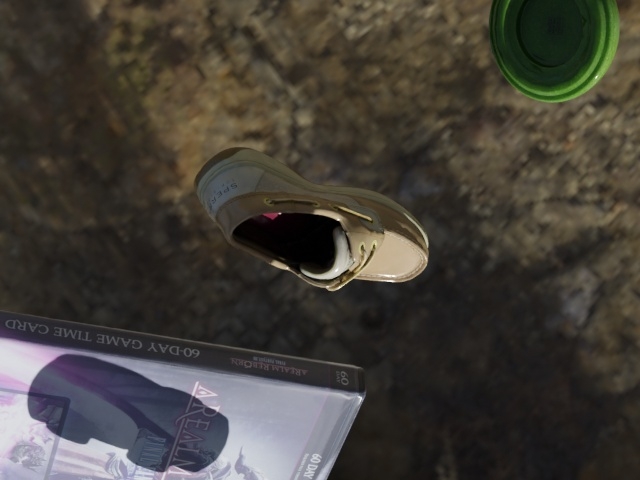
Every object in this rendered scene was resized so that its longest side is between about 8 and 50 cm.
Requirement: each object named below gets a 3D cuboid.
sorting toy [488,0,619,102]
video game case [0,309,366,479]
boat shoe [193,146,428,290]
[{"bbox_3d":[0.090,-0.100,0.592,0.061,0.042,0.102,-6,93,43],"label":"sorting toy"},{"bbox_3d":[-0.134,0.117,0.929,0.274,0.026,0.196,10,133,-12],"label":"video game case"},{"bbox_3d":[0.000,0.000,0.809,0.050,0.135,0.045,-49,42,29],"label":"boat shoe"}]
